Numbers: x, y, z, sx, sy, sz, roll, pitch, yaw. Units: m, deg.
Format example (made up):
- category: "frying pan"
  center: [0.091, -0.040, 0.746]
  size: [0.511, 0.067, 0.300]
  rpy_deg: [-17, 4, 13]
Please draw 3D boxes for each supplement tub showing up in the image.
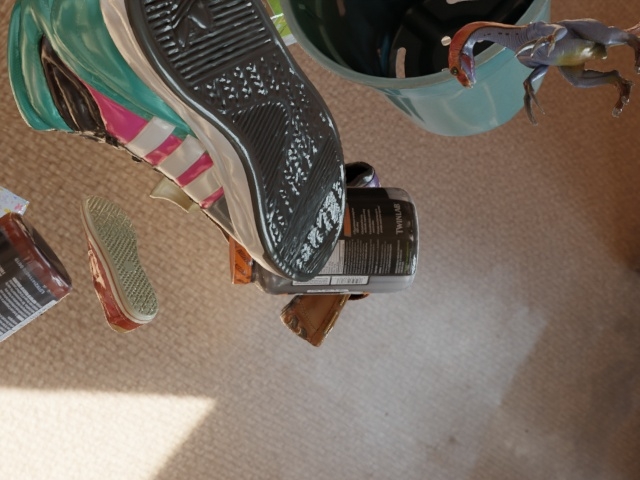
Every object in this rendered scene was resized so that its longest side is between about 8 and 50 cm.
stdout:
- category: "supplement tub"
  center: [0.000, 0.000, 0.850]
  size: [0.190, 0.117, 0.117]
  rpy_deg: [0, 99, -9]
- category: "supplement tub"
  center: [-0.359, 0.064, 0.803]
  size: [0.198, 0.106, 0.106]
  rpy_deg: [-35, 112, -10]

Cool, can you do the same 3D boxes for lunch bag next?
- category: "lunch bag"
  center: [-0.583, -0.060, 1.441]
  size: [0.083, 0.053, 0.071]
  rpy_deg: [38, 68, -49]

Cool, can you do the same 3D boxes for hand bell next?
- category: "hand bell"
  center: [-0.216, -0.052, 1.629]
  size: [0.242, 0.126, 0.126]
  rpy_deg: [44, 79, -2]

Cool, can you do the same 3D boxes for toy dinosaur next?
- category: "toy dinosaur"
  center: [0.101, -0.083, 0.360]
  size: [0.082, 0.047, 0.090]
  rpy_deg: [22, 44, 8]

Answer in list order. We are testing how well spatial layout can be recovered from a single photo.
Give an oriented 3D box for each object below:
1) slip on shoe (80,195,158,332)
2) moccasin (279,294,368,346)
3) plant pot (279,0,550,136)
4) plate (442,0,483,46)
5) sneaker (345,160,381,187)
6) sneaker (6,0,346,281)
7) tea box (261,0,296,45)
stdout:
- category: "slip on shoe"
  center: [-0.434, 0.044, 1.653]
  size: [0.101, 0.331, 0.123]
  rpy_deg: [-40, 151, 27]
- category: "moccasin"
  center: [0.067, 0.093, 1.865]
  size: [0.147, 0.139, 0.380]
  rpy_deg: [43, 49, -2]
- category: "plant pot"
  center: [0.161, -0.307, 1.062]
  size: [0.341, 0.341, 0.334]
  rpy_deg: [-67, 158, -2]
- category: "plate"
  center: [0.187, -0.462, 1.514]
  size: [0.045, 0.278, 0.277]
  rpy_deg: [-41, 107, -14]
- category: "sneaker"
  center: [-0.014, -0.123, 1.770]
  size: [0.283, 0.124, 0.107]
  rpy_deg: [-12, 64, 7]
- category: "sneaker"
  center: [-0.105, -0.084, 0.550]
  size: [0.124, 0.178, 0.295]
  rpy_deg: [-57, 143, -23]
- category: "tea box"
  center: [-0.107, -0.622, 1.772]
  size: [0.323, 0.220, 0.329]
  rpy_deg: [-28, 89, -25]
